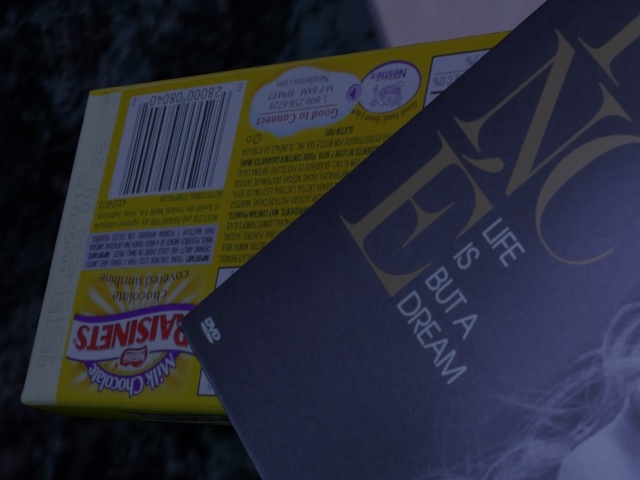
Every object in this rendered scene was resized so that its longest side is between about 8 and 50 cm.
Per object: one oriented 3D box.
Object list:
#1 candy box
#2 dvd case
[{"bbox_3d":[0.000,0.000,0.451,0.206,0.027,0.105,-2,73,41],"label":"candy box"},{"bbox_3d":[0.083,0.010,0.350,0.221,0.018,0.164,-41,56,12],"label":"dvd case"}]
